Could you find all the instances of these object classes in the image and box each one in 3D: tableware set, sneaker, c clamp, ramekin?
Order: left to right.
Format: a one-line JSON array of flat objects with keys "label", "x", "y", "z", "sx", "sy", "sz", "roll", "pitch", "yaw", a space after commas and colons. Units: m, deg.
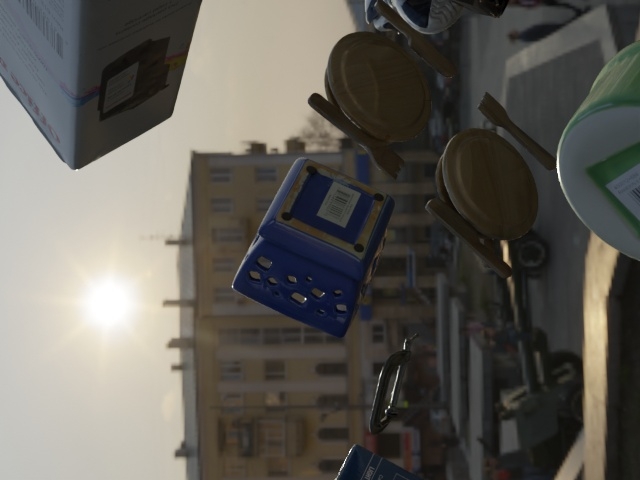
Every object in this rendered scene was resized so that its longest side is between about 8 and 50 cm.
[{"label": "c clamp", "x": 0.121, "y": 0.234, "z": 1.433, "sx": 0.137, "sy": 0.022, "sz": 0.161, "roll": 0, "pitch": -74, "yaw": -66}, {"label": "sneaker", "x": 0.104, "y": -0.271, "z": 0.992, "sx": 0.153, "sy": 0.094, "sz": 0.235, "roll": 85, "pitch": 170, "yaw": -51}, {"label": "tableware set", "x": 0.077, "y": -0.070, "z": 0.642, "sx": 0.039, "sy": 0.194, "sz": 0.128, "roll": -35, "pitch": 19, "yaw": 52}, {"label": "ramekin", "x": 0.469, "y": -0.107, "z": 1.189, "sx": 0.148, "sy": 0.303, "sz": 0.303, "roll": -44, "pitch": -32, "yaw": -31}]

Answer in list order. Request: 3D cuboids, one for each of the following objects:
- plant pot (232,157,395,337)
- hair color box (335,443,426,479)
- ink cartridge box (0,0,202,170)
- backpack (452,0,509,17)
[{"label": "plant pot", "x": 0.000, "y": 0.000, "z": 1.631, "sx": 0.212, "sy": 0.236, "sz": 0.236, "roll": 111, "pitch": -177, "yaw": -51}, {"label": "hair color box", "x": 0.161, "y": 0.395, "z": 1.068, "sx": 0.105, "sy": 0.347, "sz": 0.174, "roll": -59, "pitch": -11, "yaw": -32}, {"label": "ink cartridge box", "x": -0.127, "y": -0.132, "z": 0.440, "sx": 0.127, "sy": 0.072, "sz": 0.175, "roll": 53, "pitch": 156, "yaw": 6}, {"label": "backpack", "x": 0.111, "y": -0.413, "z": 0.695, "sx": 0.355, "sy": 0.290, "sz": 0.273, "roll": -56, "pitch": -12, "yaw": -1}]
